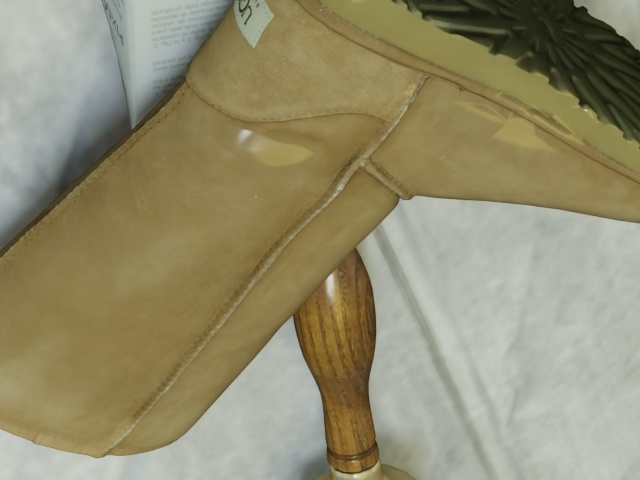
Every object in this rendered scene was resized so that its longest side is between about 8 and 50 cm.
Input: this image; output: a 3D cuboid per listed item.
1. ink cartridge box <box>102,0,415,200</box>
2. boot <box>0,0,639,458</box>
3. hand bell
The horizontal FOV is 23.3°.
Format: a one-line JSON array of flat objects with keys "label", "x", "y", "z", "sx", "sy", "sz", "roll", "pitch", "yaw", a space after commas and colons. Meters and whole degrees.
[{"label": "ink cartridge box", "x": 0.004, "y": -0.097, "z": 0.644, "sx": 0.189, "sy": 0.066, "sz": 0.232, "roll": -14, "pitch": 151, "yaw": -14}, {"label": "boot", "x": 0.000, "y": 0.000, "z": 0.648, "sx": 0.236, "sy": 0.089, "sz": 0.269, "roll": 25, "pitch": 126, "yaw": -27}, {"label": "hand bell", "x": 0.017, "y": 0.096, "z": 0.761, "sx": 0.126, "sy": 0.126, "sz": 0.242, "roll": -14, "pitch": 119, "yaw": -14}]
